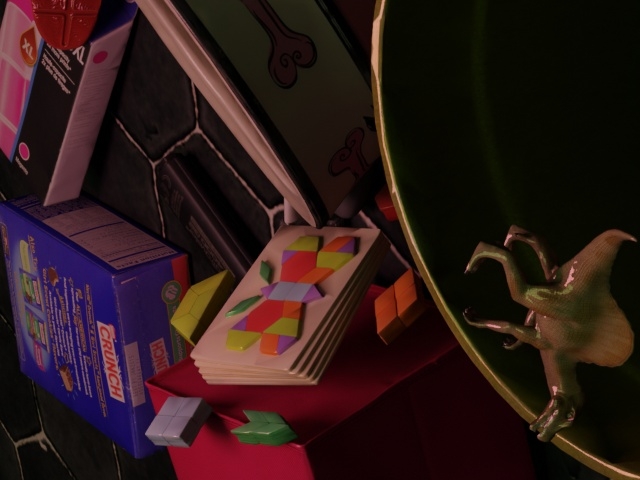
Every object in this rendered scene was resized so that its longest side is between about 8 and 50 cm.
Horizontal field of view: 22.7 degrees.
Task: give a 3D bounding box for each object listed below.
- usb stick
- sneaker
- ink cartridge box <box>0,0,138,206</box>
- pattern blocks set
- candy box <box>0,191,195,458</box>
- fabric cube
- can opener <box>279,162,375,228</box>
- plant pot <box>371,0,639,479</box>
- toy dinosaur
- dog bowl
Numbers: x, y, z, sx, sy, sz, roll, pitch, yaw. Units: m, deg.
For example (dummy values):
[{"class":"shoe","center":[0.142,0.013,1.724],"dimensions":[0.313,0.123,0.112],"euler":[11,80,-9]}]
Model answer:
[{"class":"usb stick","center":[-0.105,0.014,1.842],"dimensions":[0.278,0.045,0.077],"euler":[52,152,24]},{"class":"sneaker","center":[-0.288,-0.342,1.858],"dimensions":[0.128,0.087,0.221],"euler":[-90,6,-66]},{"class":"ink cartridge box","center":[-0.327,-0.231,1.985],"dimensions":[0.175,0.069,0.371],"euler":[50,136,25]},{"class":"pattern blocks set","center":[-0.024,0.054,1.447],"dimensions":[0.285,0.324,0.026],"euler":[-11,130,34]},{"class":"candy box","center":[-0.290,0.100,2.099],"dimensions":[0.317,0.122,0.268],"euler":[28,129,48]},{"class":"fabric cube","center":[0.030,0.214,1.526],"dimensions":[0.254,0.259,0.258],"euler":[14,126,51]},{"class":"can opener","center":[0.000,0.000,1.646],"dimensions":[0.093,0.074,0.280],"euler":[36,136,40]},{"class":"plant pot","center":[0.281,-0.089,0.905],"dimensions":[0.366,0.353,0.366],"euler":[34,135,44]},{"class":"toy dinosaur","center":[0.128,0.028,0.838],"dimensions":[0.093,0.053,0.183],"euler":[33,144,22]},{"class":"dog bowl","center":[-0.066,-0.215,1.405],"dimensions":[0.408,0.150,0.408],"euler":[53,176,5]}]
